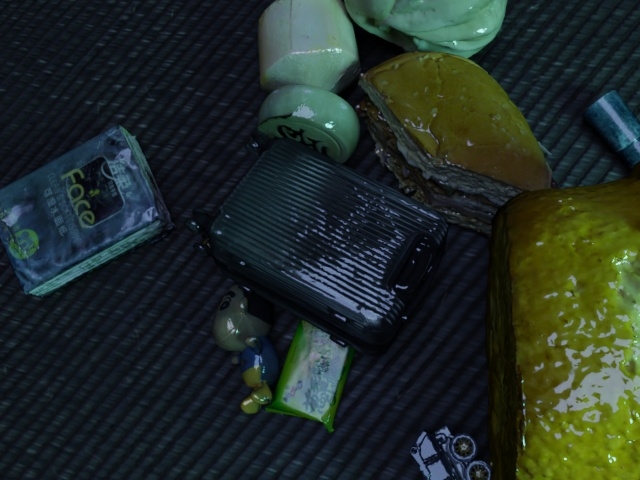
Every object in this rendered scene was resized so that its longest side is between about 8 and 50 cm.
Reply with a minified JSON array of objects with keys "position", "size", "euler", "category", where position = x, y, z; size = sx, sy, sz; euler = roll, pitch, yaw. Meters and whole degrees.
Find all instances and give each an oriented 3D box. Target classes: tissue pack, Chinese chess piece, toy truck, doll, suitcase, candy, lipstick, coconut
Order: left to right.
[{"position":[-0.356,-0.042,1.012],"size":[0.235,0.073,0.173],"euler":[-27,75,3],"category":"tissue pack"},{"position":[-0.102,0.137,0.922],"size":[0.088,0.102,0.179],"euler":[4,62,-23],"category":"doll"},{"position":[-0.017,-0.155,0.945],"size":[0.144,0.144,0.059],"euler":[13,70,12],"category":"Chinese chess piece"},{"position":[-0.015,-0.262,0.972],"size":[0.147,0.147,0.153],"euler":[-9,77,7],"category":"coconut"},{"position":[-0.003,0.161,0.926],"size":[0.102,0.032,0.178],"euler":[16,80,13],"category":"candy"},{"position":[0.000,0.000,0.899],"size":[0.312,0.128,0.202],"euler":[27,66,15],"category":"suitcase"},{"position":[0.178,0.317,0.833],"size":[0.092,0.083,0.192],"euler":[-29,73,2],"category":"toy truck"},{"position":[0.439,-0.092,0.904],"size":[0.053,0.053,0.234],"euler":[-32,76,1],"category":"lipstick"}]

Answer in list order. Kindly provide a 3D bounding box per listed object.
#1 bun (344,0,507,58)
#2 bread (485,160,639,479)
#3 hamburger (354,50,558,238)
[{"position":[0.129,-0.341,0.917],"size":[0.259,0.259,0.160],"euler":[27,76,14],"category":"bun"},{"position":[0.286,0.116,0.716],"size":[0.215,0.398,0.398],"euler":[0,77,9],"category":"bread"},{"position":[0.179,-0.130,0.908],"size":[0.282,0.155,0.245],"euler":[9,71,6],"category":"hamburger"}]
